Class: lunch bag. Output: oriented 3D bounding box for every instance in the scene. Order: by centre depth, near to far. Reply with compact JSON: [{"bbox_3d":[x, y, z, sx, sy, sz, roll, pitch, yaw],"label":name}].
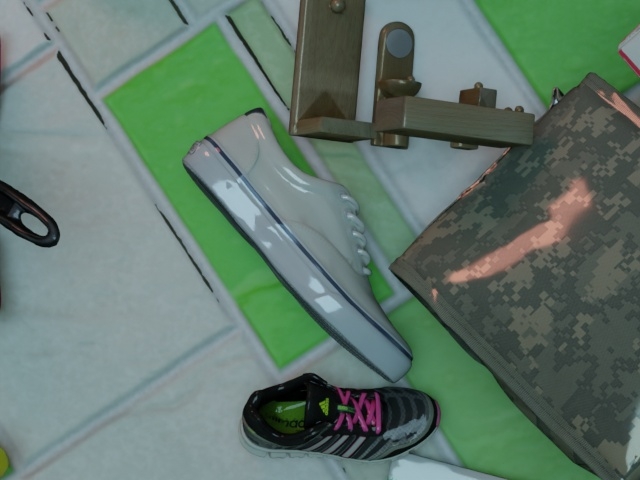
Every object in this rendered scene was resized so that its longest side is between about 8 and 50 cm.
[{"bbox_3d":[0.225,0.035,1.291,0.235,0.169,0.287,-44,64,2],"label":"lunch bag"}]

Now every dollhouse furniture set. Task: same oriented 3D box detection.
[{"bbox_3d":[0.074,-0.141,1.315,0.144,0.151,0.123,6,88,-24],"label":"dollhouse furniture set"}]

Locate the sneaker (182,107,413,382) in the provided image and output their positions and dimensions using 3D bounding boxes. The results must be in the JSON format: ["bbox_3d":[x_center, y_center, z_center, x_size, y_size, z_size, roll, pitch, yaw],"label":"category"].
[{"bbox_3d":[0.000,0.000,1.354,0.091,0.094,0.258,-41,90,-6],"label":"sneaker"}]

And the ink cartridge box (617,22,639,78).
[{"bbox_3d":[0.349,-0.138,1.247,0.172,0.237,0.100,49,125,5],"label":"ink cartridge box"}]

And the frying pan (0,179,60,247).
[{"bbox_3d":[-0.352,-0.062,1.344,0.197,0.053,0.326,-42,58,16],"label":"frying pan"}]

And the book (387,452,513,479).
[{"bbox_3d":[0.120,0.237,1.370,0.144,0.035,0.096,13,86,7],"label":"book"}]

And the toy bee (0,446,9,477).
[{"bbox_3d":[-0.367,0.233,1.368,0.195,0.162,0.298,7,64,13],"label":"toy bee"}]

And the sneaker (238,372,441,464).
[{"bbox_3d":[0.012,0.144,1.351,0.170,0.075,0.063,-2,65,6],"label":"sneaker"}]
